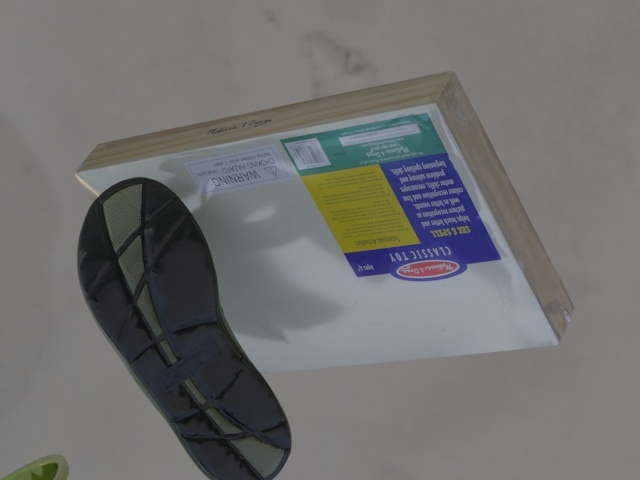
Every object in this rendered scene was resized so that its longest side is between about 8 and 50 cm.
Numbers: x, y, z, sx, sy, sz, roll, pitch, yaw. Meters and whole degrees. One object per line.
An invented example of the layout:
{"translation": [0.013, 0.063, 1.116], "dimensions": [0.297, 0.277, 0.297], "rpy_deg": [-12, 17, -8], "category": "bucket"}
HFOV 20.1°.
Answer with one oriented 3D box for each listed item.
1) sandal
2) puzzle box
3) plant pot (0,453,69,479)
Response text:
{"translation": [-0.130, 0.090, 1.637], "dimensions": [0.120, 0.303, 0.086], "rpy_deg": [-26, -175, -8], "category": "sandal"}
{"translation": [0.000, 0.000, 1.658], "dimensions": [0.409, 0.052, 0.272], "rpy_deg": [-8, 125, 35], "category": "puzzle box"}
{"translation": [-0.291, 0.402, 1.829], "dimensions": [0.276, 0.276, 0.254], "rpy_deg": [-27, 104, 39], "category": "plant pot"}
